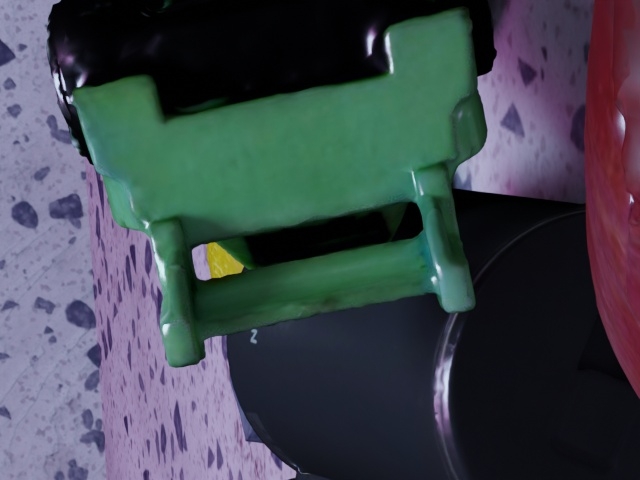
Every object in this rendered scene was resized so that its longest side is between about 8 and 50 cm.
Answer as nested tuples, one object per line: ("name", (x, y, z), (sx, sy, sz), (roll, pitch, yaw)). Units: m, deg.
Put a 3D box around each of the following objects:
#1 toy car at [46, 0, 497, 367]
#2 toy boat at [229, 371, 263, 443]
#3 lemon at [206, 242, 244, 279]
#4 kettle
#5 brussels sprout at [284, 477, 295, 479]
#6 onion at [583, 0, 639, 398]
("toy car", (-0.017, -0.070, 0.872), (0.359, 0.213, 0.176), (-99, -4, -79))
("toy boat", (-0.027, 0.065, 1.496), (0.127, 0.078, 0.283), (-108, 20, -46))
("lemon", (0.001, 0.002, 1.231), (0.193, 0.180, 0.180), (59, -178, -38))
("kettle", (0.064, 0.087, 0.926), (0.203, 0.262, 0.308), (53, 166, -14))
("brussels sprout", (0.015, 0.271, 1.192), (0.271, 0.219, 0.210), (50, -155, -85))
("onion", (0.213, -0.082, 0.450), (0.347, 0.285, 0.348), (19, -90, -75))
